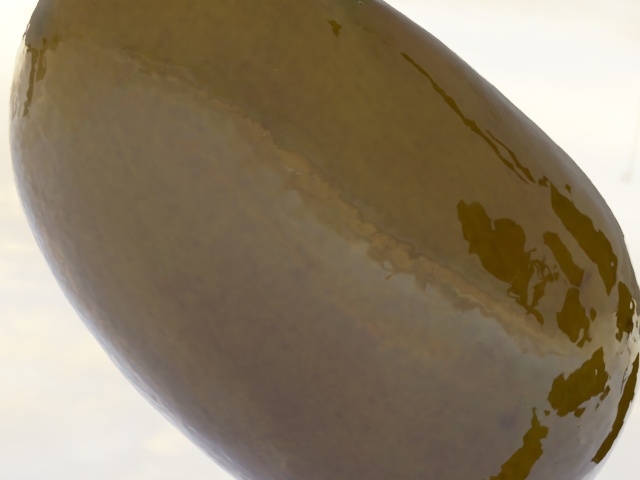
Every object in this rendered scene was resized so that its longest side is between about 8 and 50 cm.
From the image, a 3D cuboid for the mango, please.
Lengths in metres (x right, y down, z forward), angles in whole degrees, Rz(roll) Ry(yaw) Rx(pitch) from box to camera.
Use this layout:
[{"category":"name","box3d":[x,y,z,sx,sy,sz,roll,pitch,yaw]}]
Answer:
[{"category":"mango","box3d":[0.000,0.000,1.103,0.300,0.445,0.232,-20,-147,35]}]
